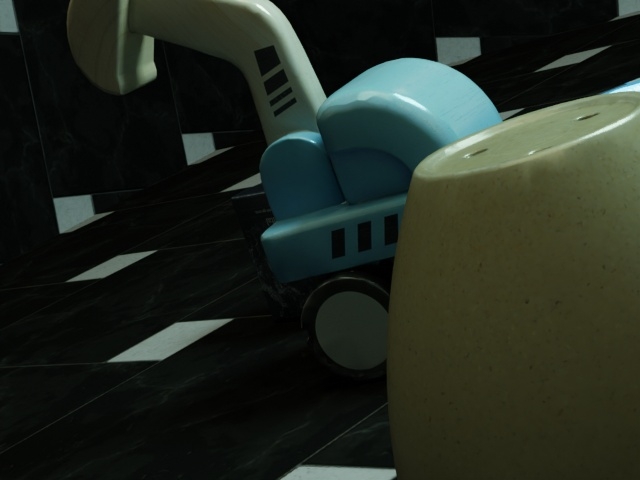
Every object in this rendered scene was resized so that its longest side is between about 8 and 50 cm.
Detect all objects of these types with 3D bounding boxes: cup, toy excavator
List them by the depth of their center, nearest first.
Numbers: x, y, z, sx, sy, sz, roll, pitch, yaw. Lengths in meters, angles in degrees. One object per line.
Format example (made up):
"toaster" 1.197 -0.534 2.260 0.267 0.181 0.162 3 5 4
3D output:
"cup" 0.179 0.035 0.995 0.331 0.237 0.331 -19 10 4
"toy excavator" 0.009 -0.104 1.412 0.433 0.445 0.222 -14 12 26

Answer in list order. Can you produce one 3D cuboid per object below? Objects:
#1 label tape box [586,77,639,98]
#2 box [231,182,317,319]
"label tape box" 0.361 -0.123 1.559 0.249 0.115 0.348 -21 -6 -10
"box" 0.000 0.000 1.670 0.156 0.158 0.093 -8 15 47
